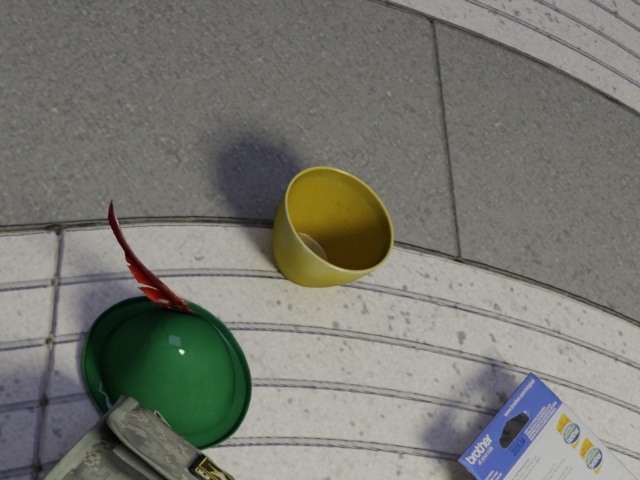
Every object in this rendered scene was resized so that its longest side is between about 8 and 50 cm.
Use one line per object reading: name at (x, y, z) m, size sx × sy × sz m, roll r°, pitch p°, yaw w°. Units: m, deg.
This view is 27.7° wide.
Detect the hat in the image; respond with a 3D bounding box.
hat at (-0.121, 0.088, 1.229) m, size 0.208 × 0.183 × 0.173 m, roll 3°, pitch 59°, yaw -31°

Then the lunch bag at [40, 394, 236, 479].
lunch bag at (-0.145, 0.279, 1.100) m, size 0.235 × 0.169 × 0.287 m, roll 39°, pitch 39°, yaw 1°

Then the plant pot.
plant pot at (0.000, 0.000, 1.430) m, size 0.134 × 0.095 × 0.134 m, roll 17°, pitch 52°, yaw -22°

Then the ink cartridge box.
ink cartridge box at (0.285, 0.313, 1.424) m, size 0.311 × 0.065 × 0.186 m, roll 48°, pitch 47°, yaw 2°
